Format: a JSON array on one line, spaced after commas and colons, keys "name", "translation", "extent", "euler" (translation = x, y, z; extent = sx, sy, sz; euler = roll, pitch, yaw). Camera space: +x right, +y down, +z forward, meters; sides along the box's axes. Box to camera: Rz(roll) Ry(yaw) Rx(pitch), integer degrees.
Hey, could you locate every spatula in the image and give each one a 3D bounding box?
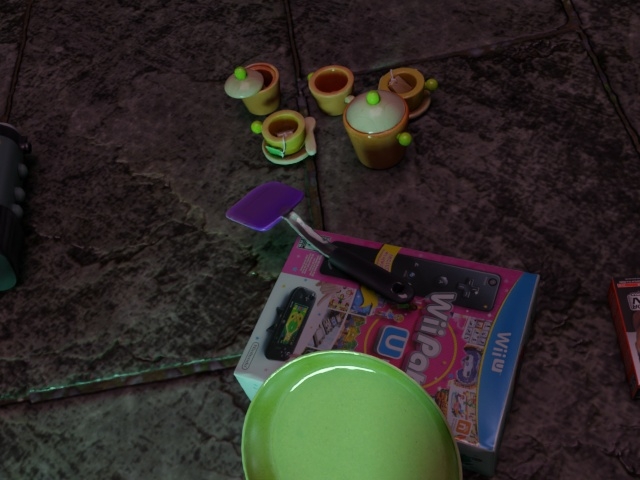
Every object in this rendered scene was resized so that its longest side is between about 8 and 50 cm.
[{"name": "spatula", "translation": [0.000, 0.000, 0.904], "extent": [0.296, 0.030, 0.084], "euler": [33, 65, 32]}]

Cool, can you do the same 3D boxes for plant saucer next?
[{"name": "plant saucer", "translation": [0.032, 0.229, 0.771], "extent": [0.241, 0.037, 0.240], "euler": [2, 96, 21]}]

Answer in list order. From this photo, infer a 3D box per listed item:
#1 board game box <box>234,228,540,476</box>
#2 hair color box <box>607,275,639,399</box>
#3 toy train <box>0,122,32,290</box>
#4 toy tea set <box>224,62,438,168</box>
[{"name": "board game box", "translation": [0.084, 0.120, 0.876], "extent": [0.304, 0.097, 0.224], "euler": [12, 59, 20]}, {"name": "hair color box", "translation": [0.385, 0.110, 0.851], "extent": [0.072, 0.043, 0.141], "euler": [-5, 54, 7]}, {"name": "toy train", "translation": [-0.548, -0.054, 1.120], "extent": [0.190, 0.142, 0.333], "euler": [-5, 51, -7]}, {"name": "toy tea set", "translation": [0.003, -0.218, 1.119], "extent": [0.336, 0.124, 0.200], "euler": [4, 56, 14]}]
